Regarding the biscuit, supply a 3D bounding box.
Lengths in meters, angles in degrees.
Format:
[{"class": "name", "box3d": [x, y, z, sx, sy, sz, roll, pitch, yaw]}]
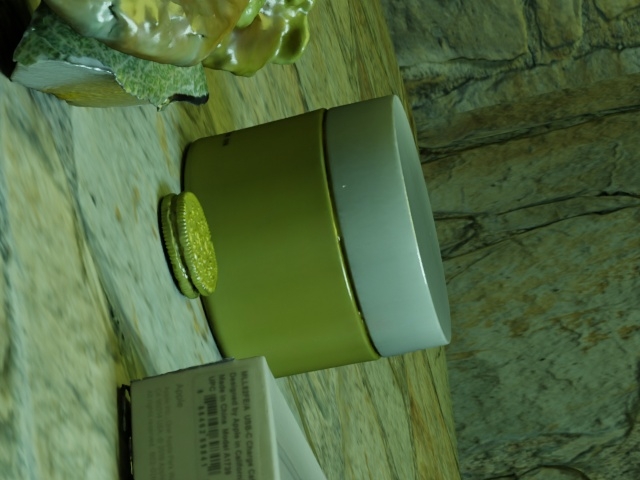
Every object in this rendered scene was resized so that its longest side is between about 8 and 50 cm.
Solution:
[{"class": "biscuit", "box3d": [-0.101, 0.003, 1.333, 0.084, 0.023, 0.084, -12, 90, -82]}]

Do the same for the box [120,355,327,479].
[{"class": "box", "box3d": [-0.044, 0.227, 1.131, 0.251, 0.106, 0.203, 69, 11, -53]}]

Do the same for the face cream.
[{"class": "face cream", "box3d": [0.000, 0.000, 1.470, 0.218, 0.179, 0.218, -12, 90, -82]}]

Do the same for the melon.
[{"class": "melon", "box3d": [-0.143, -0.135, 1.047, 0.202, 0.093, 0.139, 7, 71, -71]}]

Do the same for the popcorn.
[{"class": "popcorn", "box3d": [-0.079, -0.220, 1.267, 0.155, 0.197, 0.197, 46, -16, 43]}]

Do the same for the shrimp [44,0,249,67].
[{"class": "shrimp", "box3d": [-0.168, -0.304, 1.009, 0.272, 0.085, 0.445, 6, 62, -53]}]
